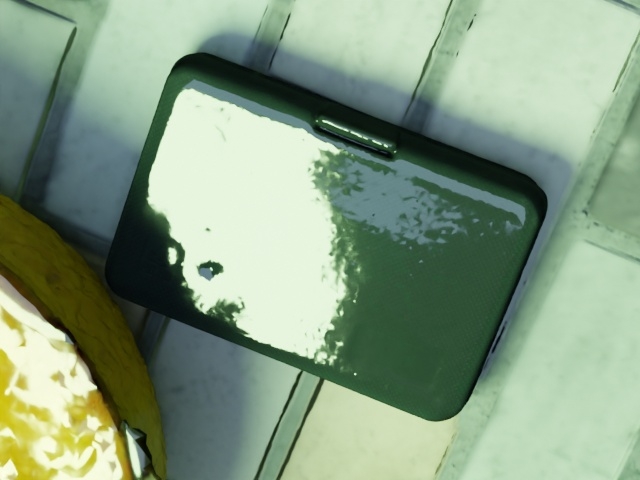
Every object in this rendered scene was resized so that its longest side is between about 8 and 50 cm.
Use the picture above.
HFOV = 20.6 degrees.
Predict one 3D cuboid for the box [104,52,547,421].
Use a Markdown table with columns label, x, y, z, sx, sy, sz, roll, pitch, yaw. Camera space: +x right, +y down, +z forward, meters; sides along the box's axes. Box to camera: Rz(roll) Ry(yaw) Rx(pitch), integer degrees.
| label | x | y | z | sx | sy | sz | roll | pitch | yaw |
| --- | --- | --- | --- | --- | --- | --- | --- | --- | --- |
| box | 0.000 | 0.000 | 1.020 | 0.230 | 0.050 | 0.160 | 22 | 110 | 4 |

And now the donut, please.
| label | x | y | z | sx | sy | sz | roll | pitch | yaw |
| --- | --- | --- | --- | --- | --- | --- | --- | --- | --- |
| donut | -0.271 | 0.152 | 1.056 | 0.378 | 0.163 | 0.435 | 26 | 110 | 1 |
